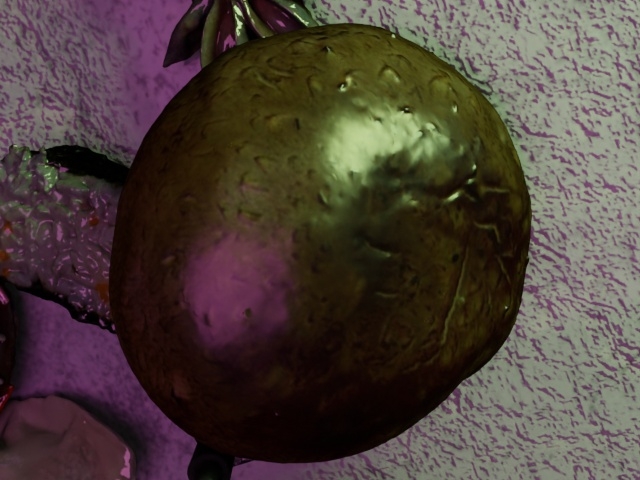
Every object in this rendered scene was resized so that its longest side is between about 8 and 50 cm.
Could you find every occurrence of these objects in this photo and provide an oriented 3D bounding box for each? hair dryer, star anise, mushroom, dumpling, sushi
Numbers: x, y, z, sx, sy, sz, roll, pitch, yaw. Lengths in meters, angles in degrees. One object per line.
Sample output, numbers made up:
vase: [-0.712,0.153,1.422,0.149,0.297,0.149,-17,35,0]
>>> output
hair dryer: [-0.093,0.152,0.904,0.071,0.248,0.114,-28,94,4]
star anise: [-0.053,-0.220,0.916,0.197,0.073,0.212,-9,102,15]
mushroom: [0.014,-0.001,0.841,0.239,0.345,0.345,-6,100,36]
dumpling: [-0.278,0.226,1.027,0.216,0.126,0.166,-44,64,28]
sushi: [-0.181,0.002,0.954,0.225,0.126,0.136,22,104,7]

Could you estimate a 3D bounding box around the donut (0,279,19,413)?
donut: [-0.407,0.089,1.017,0.270,0.103,0.269,2,98,12]
